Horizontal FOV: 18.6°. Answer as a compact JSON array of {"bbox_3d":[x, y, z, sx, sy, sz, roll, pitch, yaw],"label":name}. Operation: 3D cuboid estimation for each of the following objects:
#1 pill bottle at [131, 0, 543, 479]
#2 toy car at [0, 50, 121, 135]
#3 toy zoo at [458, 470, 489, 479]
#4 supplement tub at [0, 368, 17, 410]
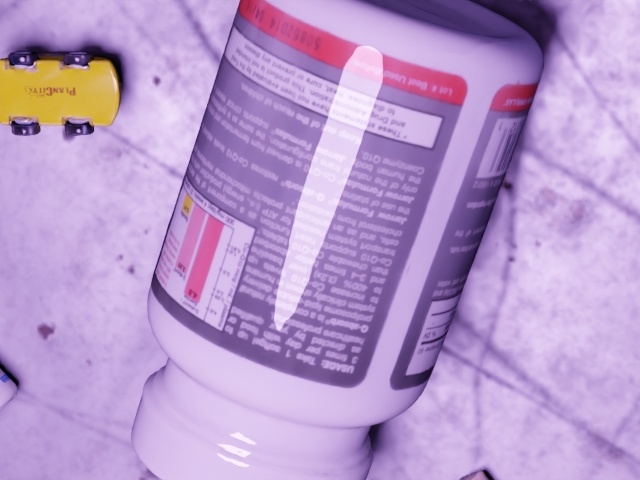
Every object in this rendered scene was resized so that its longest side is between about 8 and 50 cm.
[{"bbox_3d":[0.000,0.000,1.351,0.210,0.210,0.363,21,106,6],"label":"pill bottle"},{"bbox_3d":[-0.284,-0.099,1.469,0.239,0.053,0.225,34,107,3],"label":"toy car"},{"bbox_3d":[0.079,0.322,1.383,0.192,0.293,0.030,54,141,-4],"label":"toy zoo"},{"bbox_3d":[-0.294,0.102,1.507,0.107,0.071,0.071,46,107,0],"label":"supplement tub"}]
